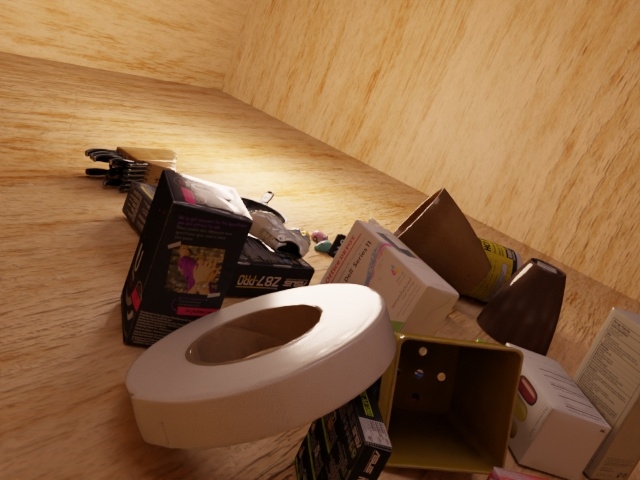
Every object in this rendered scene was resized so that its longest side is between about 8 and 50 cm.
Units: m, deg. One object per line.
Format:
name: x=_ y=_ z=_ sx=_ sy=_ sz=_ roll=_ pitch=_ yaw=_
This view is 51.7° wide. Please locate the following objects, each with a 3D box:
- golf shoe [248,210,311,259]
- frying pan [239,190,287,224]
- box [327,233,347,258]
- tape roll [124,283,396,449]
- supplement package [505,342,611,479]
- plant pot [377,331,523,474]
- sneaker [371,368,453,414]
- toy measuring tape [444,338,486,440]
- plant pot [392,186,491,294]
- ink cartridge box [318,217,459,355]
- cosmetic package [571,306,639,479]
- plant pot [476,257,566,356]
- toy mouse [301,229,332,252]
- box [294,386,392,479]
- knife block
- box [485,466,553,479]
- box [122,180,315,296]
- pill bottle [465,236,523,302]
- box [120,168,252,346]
golf shoe: x=-0.106 y=-0.011 z=1.518 sx=0.176 sy=0.069 sz=0.086 roll=22 pitch=24 yaw=-5
frying pan: x=-0.209 y=-0.104 z=1.999 sx=0.197 sy=0.053 sz=0.326 roll=16 pitch=16 yaw=-21
box: x=0.195 y=0.093 z=1.778 sx=0.295 sy=0.073 sz=0.293 roll=31 pitch=6 yaw=22
tape roll: x=-0.086 y=0.164 z=0.953 sx=0.391 sy=0.072 sz=0.392 roll=-14 pitch=12 yaw=3
supplement package: x=0.444 y=0.340 z=1.337 sx=0.133 sy=0.139 sz=0.244 roll=20 pitch=17 yaw=-12
plant pot: x=0.198 y=0.258 z=1.147 sx=0.212 sy=0.212 sz=0.187 roll=8 pitch=5 yaw=-10
sneaker: x=0.146 y=0.277 z=1.284 sx=0.221 sy=0.083 sz=0.087 roll=26 pitch=3 yaw=-9
toy measuring tape: x=0.301 y=0.329 z=1.317 sx=0.121 sy=0.121 sz=0.330 roll=23 pitch=40 yaw=0
plant pot: x=0.347 y=0.023 z=1.855 sx=0.254 sy=0.237 sz=0.237 roll=45 pitch=18 yaw=-2
ink cartridge box: x=0.124 y=0.097 z=1.503 sx=0.119 sy=0.207 sz=0.353 roll=16 pitch=20 yaw=-39
cosmetic package: x=0.603 y=0.311 z=1.333 sx=0.113 sy=0.310 sz=0.160 roll=15 pitch=19 yaw=-25
plant pot: x=0.589 y=0.174 z=1.866 sx=0.215 sy=0.231 sz=0.215 roll=20 pitch=17 yaw=-6
toy mouse: x=0.000 y=0.000 z=1.981 sx=0.143 sy=0.031 sz=0.161 roll=21 pitch=17 yaw=-4
box: x=0.023 y=0.288 z=0.886 sx=0.045 sy=0.184 sz=0.191 roll=17 pitch=17 yaw=-13
knife block: x=-0.531 y=-0.212 z=1.850 sx=0.242 sy=0.088 sz=0.276 roll=18 pitch=18 yaw=-17
box: x=0.354 y=0.439 z=0.903 sx=0.299 sy=0.154 sz=0.142 roll=18 pitch=17 yaw=-17
box: x=-0.247 y=-0.002 z=1.570 sx=0.318 sy=0.097 sz=0.395 roll=9 pitch=22 yaw=-44
pill bottle: x=0.442 y=0.070 z=2.060 sx=0.333 sy=0.188 sz=0.188 roll=19 pitch=17 yaw=-13
box: x=-0.241 y=0.038 z=1.153 sx=0.143 sy=0.271 sz=0.165 roll=15 pitch=18 yaw=-25
